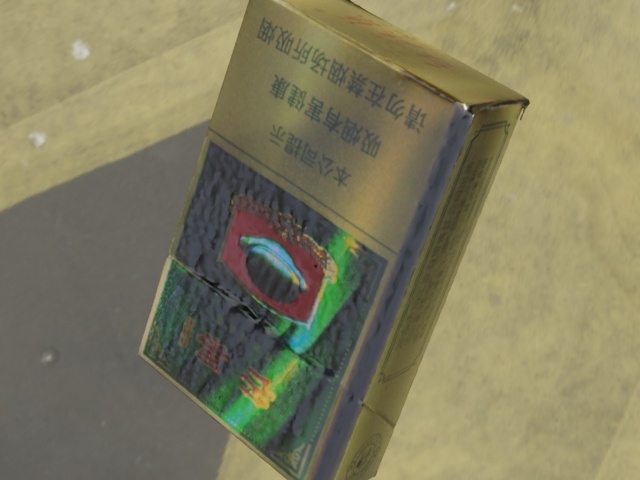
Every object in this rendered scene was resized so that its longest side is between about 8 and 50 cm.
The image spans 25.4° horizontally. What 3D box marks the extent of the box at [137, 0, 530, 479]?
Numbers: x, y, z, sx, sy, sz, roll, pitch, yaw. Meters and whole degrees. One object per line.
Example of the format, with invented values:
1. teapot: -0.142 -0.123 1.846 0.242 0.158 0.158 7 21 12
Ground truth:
1. box: 0.000 0.000 0.778 0.159 0.071 0.240 32 115 31
